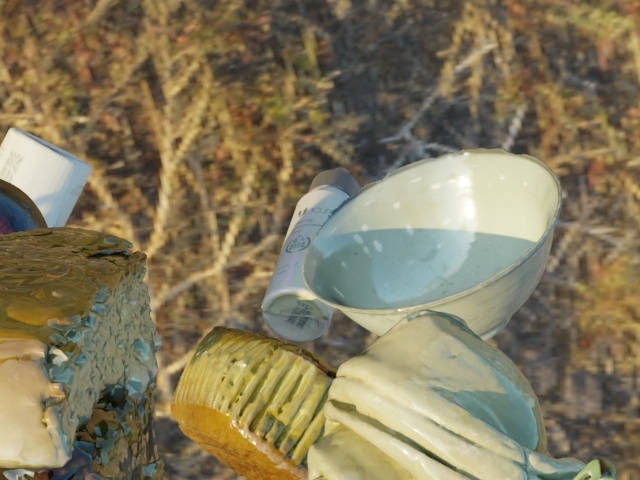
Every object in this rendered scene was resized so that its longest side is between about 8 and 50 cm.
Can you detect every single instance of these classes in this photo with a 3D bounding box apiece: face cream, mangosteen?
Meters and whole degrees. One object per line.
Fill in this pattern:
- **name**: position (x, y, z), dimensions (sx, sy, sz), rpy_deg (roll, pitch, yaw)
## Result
- **face cream**: position (-0.357, 0.055, 1.677), dimensions (0.102, 0.102, 0.345), rpy_deg (27, 90, -27)
- **face cream**: position (0.000, 0.000, 2.098), dimensions (0.092, 0.092, 0.311), rpy_deg (46, 36, -21)
- **mangosteen**: position (-0.295, 0.003, 1.402), dimensions (0.140, 0.140, 0.140), rpy_deg (2, 86, -31)

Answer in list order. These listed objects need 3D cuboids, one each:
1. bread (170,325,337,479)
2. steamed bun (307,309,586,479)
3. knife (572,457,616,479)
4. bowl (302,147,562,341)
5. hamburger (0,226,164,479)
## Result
- **bread**: position (-0.061, 0.213, 1.905), dimensions (0.227, 0.253, 0.142), rpy_deg (42, 69, -28)
- **steamed bun**: position (0.108, 0.234, 1.497), dimensions (0.203, 0.276, 0.289), rpy_deg (-25, 138, -67)
- **knife**: position (0.109, 0.217, 0.981), dimensions (0.020, 0.293, 0.043), rpy_deg (26, 43, -3)
- **bowl**: position (0.150, 0.038, 1.856), dimensions (0.313, 0.313, 0.146), rpy_deg (-42, 123, -26)
- **hamburger**: position (-0.146, 0.078, 0.708), dimensions (0.245, 0.282, 0.155), rpy_deg (-7, 99, -45)
